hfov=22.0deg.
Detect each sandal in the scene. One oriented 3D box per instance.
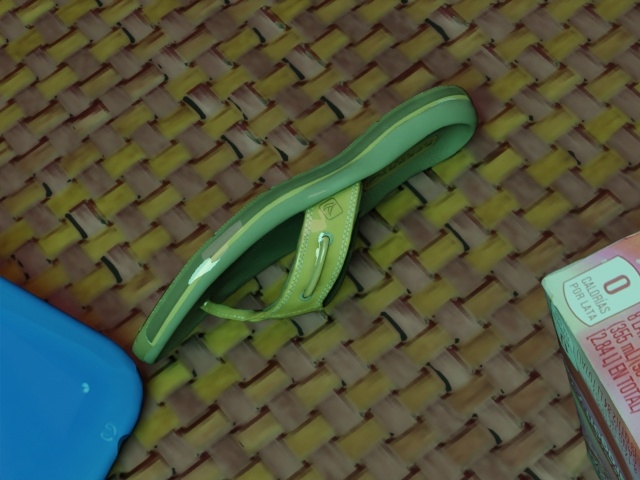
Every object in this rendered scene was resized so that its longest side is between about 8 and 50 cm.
[{"bbox_3d":[0.000,0.000,0.690,0.180,0.072,0.049,-34,79,-12],"label":"sandal"}]

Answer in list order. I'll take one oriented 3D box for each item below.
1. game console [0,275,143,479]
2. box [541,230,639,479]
[{"bbox_3d":[-0.255,0.130,0.692,0.250,0.173,0.293,31,69,-6],"label":"game console"},{"bbox_3d":[0.202,0.128,0.507,0.142,0.154,0.300,-26,56,-1],"label":"box"}]
